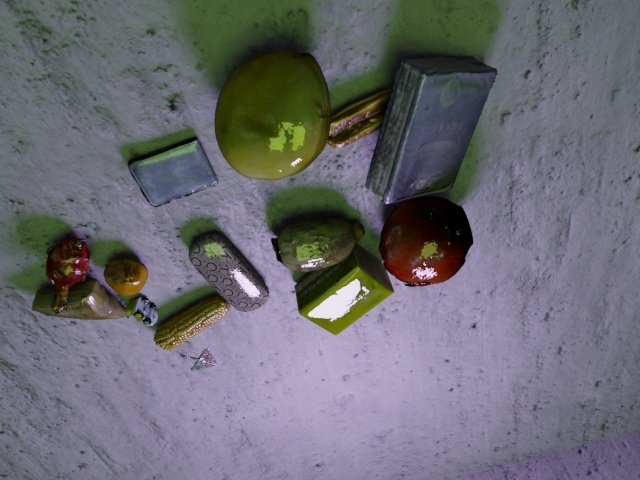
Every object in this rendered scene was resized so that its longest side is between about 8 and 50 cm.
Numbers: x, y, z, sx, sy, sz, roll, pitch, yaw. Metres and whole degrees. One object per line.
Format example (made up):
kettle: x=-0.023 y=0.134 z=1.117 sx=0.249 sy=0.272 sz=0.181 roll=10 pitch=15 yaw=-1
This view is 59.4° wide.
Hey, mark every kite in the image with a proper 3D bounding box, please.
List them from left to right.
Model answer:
kite: x=-0.467 y=0.461 z=2.164 sx=0.156 sy=0.011 sz=0.139 roll=20 pitch=119 yaw=-27

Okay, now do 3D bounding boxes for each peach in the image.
peach: x=-0.114 y=-0.314 z=1.430 sx=0.314 sy=0.281 sz=0.316 roll=10 pitch=102 yaw=24

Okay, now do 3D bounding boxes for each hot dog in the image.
hot dog: x=0.117 y=-0.348 z=1.588 sx=0.249 sy=0.068 sz=0.100 roll=-26 pitch=113 yaw=5

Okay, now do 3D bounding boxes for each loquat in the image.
loquat: x=-0.620 y=0.110 z=1.785 sx=0.137 sy=0.113 sz=0.137 roll=7 pitch=148 yaw=4

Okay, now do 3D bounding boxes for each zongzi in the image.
zongzi: x=-0.783 y=0.217 z=1.858 sx=0.228 sy=0.115 sz=0.256 roll=-8 pitch=155 yaw=11

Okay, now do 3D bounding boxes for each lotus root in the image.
lotus root: x=0.000 y=0.000 z=1.801 sx=0.309 sy=0.173 sz=0.173 roll=-14 pitch=131 yaw=-10

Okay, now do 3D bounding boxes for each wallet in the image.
wallet: x=-0.426 y=-0.196 z=1.621 sx=0.222 sy=0.036 sz=0.167 roll=-20 pitch=129 yaw=2

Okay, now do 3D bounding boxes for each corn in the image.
corn: x=-0.453 y=0.284 z=1.966 sx=0.313 sy=0.102 sz=0.102 roll=-34 pitch=127 yaw=13

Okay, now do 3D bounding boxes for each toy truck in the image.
toy truck: x=-0.613 y=0.249 z=1.923 sx=0.077 sy=0.076 sz=0.111 roll=-13 pitch=134 yaw=22

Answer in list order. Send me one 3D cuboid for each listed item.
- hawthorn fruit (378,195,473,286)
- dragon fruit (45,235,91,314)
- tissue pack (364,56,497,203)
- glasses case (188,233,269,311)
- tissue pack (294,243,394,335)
hawthorn fruit: x=0.342 y=0.001 z=1.786 sx=0.315 sy=0.316 sz=0.316 roll=-6 pitch=130 yaw=-7
dragon fruit: x=-0.775 y=0.107 z=1.702 sx=0.125 sy=0.125 sz=0.246 roll=9 pitch=92 yaw=-22
tissue pack: x=0.303 y=-0.309 z=1.578 sx=0.288 sy=0.124 sz=0.394 roll=-12 pitch=134 yaw=-32
glasses case: x=-0.299 y=0.115 z=1.865 sx=0.137 sy=0.085 sz=0.355 roll=-26 pitch=129 yaw=11
tissue pack: x=0.078 y=0.168 z=1.934 sx=0.274 sy=0.167 sz=0.200 roll=-41 pitch=125 yaw=19
